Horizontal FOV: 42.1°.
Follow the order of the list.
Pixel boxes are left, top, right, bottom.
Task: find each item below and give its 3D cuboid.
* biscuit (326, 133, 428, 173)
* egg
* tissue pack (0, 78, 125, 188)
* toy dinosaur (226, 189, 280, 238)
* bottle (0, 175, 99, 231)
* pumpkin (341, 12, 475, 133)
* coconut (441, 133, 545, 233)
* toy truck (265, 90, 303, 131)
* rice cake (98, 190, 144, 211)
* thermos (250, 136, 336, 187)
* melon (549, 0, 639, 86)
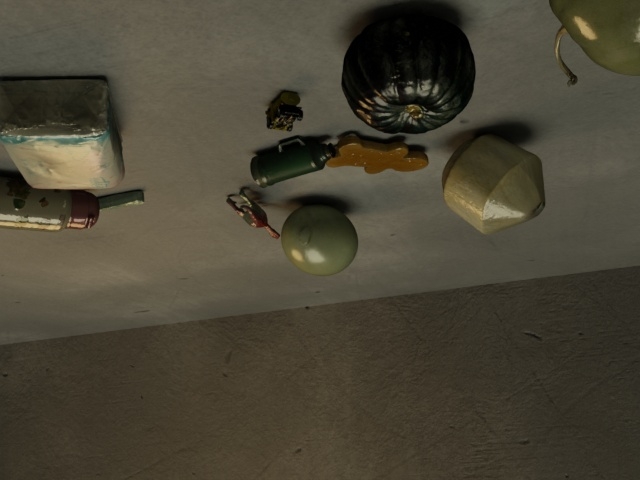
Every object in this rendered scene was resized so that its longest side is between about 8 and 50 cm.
[{"bbox_3d":[0.130,-0.190,1.843,0.240,0.035,0.158,5,164,-27],"label":"biscuit"},{"bbox_3d":[0.000,0.000,2.195,0.186,0.187,0.253,-13,163,27],"label":"egg"},{"bbox_3d":[-0.476,-0.191,1.542,0.201,0.124,0.271,2,164,-7],"label":"tissue pack"},{"bbox_3d":[-0.161,-0.059,2.069,0.053,0.167,0.242,-47,-175,-4],"label":"toy dinosaur"},{"bbox_3d":[-0.634,-0.079,1.899,0.253,0.120,0.120,5,162,-32],"label":"bottle"},{"bbox_3d":[0.142,-0.268,1.348,0.220,0.162,0.220,-6,153,-3],"label":"pumpkin"},{"bbox_3d":[0.386,-0.117,1.809,0.222,0.202,0.202,39,-170,33],"label":"coconut"},{"bbox_3d":[-0.071,-0.242,1.578,0.049,0.054,0.083,4,162,-25],"label":"toy truck"},{"bbox_3d":[-0.507,-0.093,2.029,0.170,0.033,0.029,-10,167,17],"label":"rice cake"},{"bbox_3d":[-0.056,-0.176,1.800,0.187,0.083,0.073,-14,-177,27],"label":"thermos"},{"bbox_3d":[0.425,-0.339,1.015,0.308,0.272,0.272,-26,159,11],"label":"melon"}]
